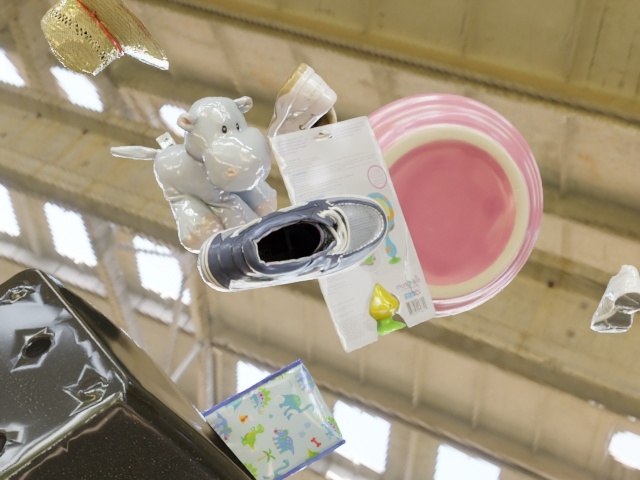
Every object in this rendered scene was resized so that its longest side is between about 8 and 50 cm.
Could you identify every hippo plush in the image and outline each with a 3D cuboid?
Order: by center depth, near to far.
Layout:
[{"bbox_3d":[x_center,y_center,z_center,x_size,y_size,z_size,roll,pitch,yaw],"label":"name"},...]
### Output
[{"bbox_3d":[-0.167,-0.149,1.699,0.294,0.234,0.236,53,-43,17],"label":"hippo plush"}]

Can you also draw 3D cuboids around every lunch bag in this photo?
[{"bbox_3d":[-0.063,0.245,1.272,0.129,0.151,0.096,60,-11,7],"label":"lunch bag"}]

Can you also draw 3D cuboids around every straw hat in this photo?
[{"bbox_3d":[-0.205,-0.179,0.839,0.144,0.061,0.144,40,-11,9],"label":"straw hat"}]

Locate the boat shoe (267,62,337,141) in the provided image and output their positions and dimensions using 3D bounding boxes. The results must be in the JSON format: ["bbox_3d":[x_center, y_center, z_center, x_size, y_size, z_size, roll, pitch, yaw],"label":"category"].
[{"bbox_3d":[-0.022,-0.196,1.589,0.096,0.098,0.277,35,-8,2],"label":"boat shoe"}]

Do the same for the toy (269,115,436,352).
[{"bbox_3d":[0.028,-0.006,1.062,0.056,0.137,0.237,-28,-99,53],"label":"toy"}]

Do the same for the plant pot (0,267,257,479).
[{"bbox_3d":[-0.141,0.131,0.502,0.188,0.187,0.167,38,-22,45],"label":"plant pot"}]

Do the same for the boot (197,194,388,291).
[{"bbox_3d":[0.000,0.000,0.793,0.086,0.190,0.069,-13,-86,54],"label":"boot"}]

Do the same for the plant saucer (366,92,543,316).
[{"bbox_3d":[0.169,-0.045,1.405,0.332,0.332,0.084,44,2,-12],"label":"plant saucer"}]

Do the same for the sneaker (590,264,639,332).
[{"bbox_3d":[0.444,0.090,1.446,0.054,0.061,0.152,10,-31,-2],"label":"sneaker"}]
